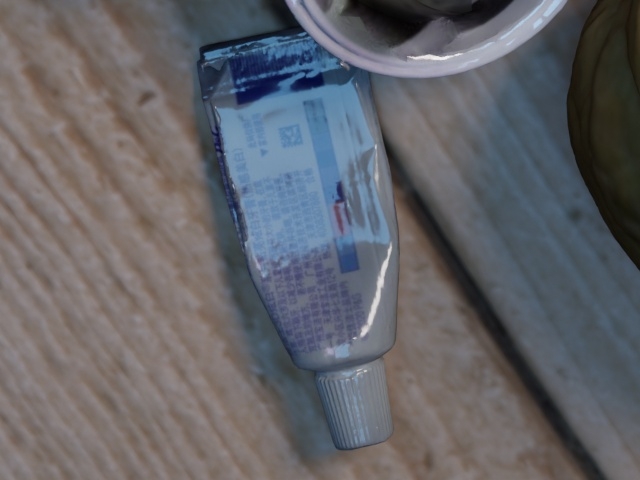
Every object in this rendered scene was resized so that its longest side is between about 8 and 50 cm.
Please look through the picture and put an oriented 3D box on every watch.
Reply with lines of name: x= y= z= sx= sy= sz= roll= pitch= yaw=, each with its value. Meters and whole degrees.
watch: x=0.029 y=-0.209 z=1.183 sx=0.231 sy=0.196 sz=0.244 roll=33 pitch=110 yaw=-30

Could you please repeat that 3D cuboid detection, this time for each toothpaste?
toothpaste: x=-0.002 y=0.000 z=1.293 sx=0.099 sy=0.068 sz=0.282 roll=-16 pitch=98 yaw=-24

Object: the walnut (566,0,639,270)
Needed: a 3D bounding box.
walnut: x=0.295 y=-0.058 z=1.145 sx=0.252 sy=0.277 sz=0.313 roll=-41 pitch=105 yaw=-4
